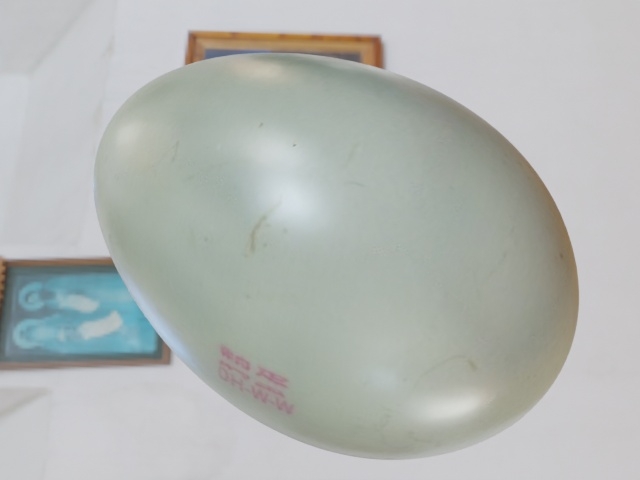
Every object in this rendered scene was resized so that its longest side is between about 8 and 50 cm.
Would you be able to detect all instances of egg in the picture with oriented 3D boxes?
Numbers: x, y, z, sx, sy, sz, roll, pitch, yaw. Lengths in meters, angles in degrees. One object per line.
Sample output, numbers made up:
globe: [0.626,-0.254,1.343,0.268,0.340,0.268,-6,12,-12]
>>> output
egg: [0.000,0.000,0.468,0.183,0.264,0.183,-46,-27,-32]
